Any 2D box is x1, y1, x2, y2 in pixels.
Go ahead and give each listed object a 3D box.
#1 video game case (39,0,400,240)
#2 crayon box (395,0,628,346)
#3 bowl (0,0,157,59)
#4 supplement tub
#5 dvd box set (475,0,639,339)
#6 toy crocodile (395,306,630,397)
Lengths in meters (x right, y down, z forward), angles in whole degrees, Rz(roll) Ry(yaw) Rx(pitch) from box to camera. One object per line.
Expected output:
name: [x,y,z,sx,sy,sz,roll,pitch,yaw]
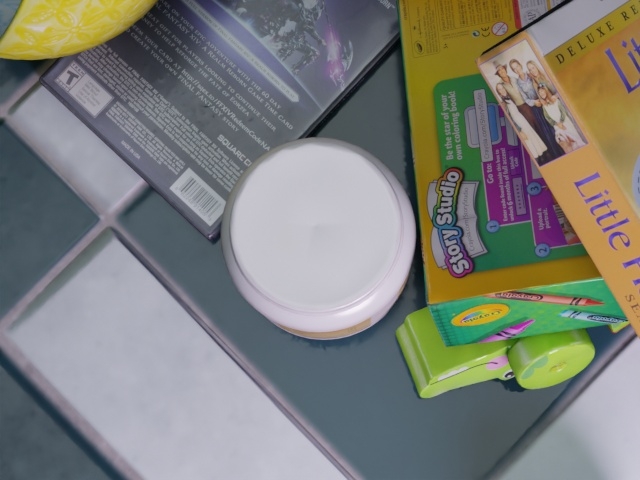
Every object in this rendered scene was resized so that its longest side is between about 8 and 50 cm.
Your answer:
video game case: [-0.068,-0.165,1.396,0.196,0.026,0.274,43,86,5]
crayon box: [0.155,-0.069,1.292,0.165,0.081,0.278,-9,63,11]
bowl: [-0.161,-0.266,1.309,0.156,0.289,0.289,12,84,-24]
supplement tub: [0.000,0.000,1.288,0.144,0.200,0.144,0,84,2]
dvd box set: [0.320,-0.017,1.223,0.307,0.062,0.420,-33,94,-40]
toy crocodile: [0.223,0.032,1.332,0.340,0.105,0.115,-27,60,1]
